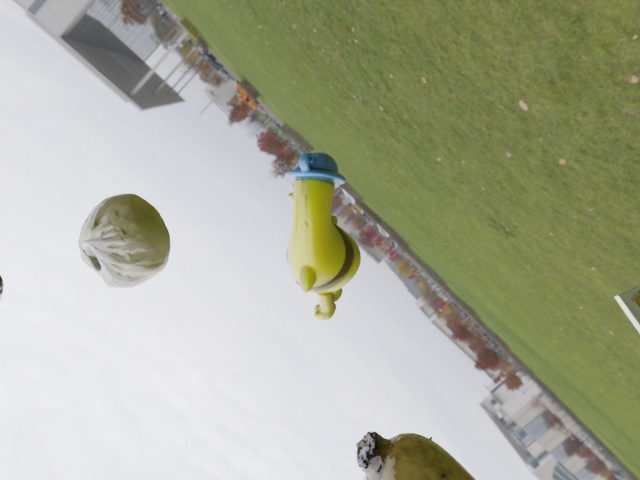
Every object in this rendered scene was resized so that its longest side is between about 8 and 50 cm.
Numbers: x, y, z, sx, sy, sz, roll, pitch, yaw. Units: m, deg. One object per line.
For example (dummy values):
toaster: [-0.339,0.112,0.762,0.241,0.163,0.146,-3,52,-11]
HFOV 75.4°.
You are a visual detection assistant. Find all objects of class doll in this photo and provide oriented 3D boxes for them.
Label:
doll: [0.000,0.000,0.800,0.199,0.146,0.362,-68,-25,-50]

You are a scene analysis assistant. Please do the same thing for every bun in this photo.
bun: [-0.402,0.010,0.817,0.178,0.193,0.128,61,-150,-5]

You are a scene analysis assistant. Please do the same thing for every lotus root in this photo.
lotus root: [0.170,0.409,0.633,0.284,0.160,0.146,40,-179,11]

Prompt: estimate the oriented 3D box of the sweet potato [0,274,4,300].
sweet potato: [-0.333,0.099,0.253,0.095,0.106,0.354,31,-173,-11]

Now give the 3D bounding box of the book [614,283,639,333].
book: [0.812,0.218,0.908,0.020,0.208,0.295,110,138,-63]
